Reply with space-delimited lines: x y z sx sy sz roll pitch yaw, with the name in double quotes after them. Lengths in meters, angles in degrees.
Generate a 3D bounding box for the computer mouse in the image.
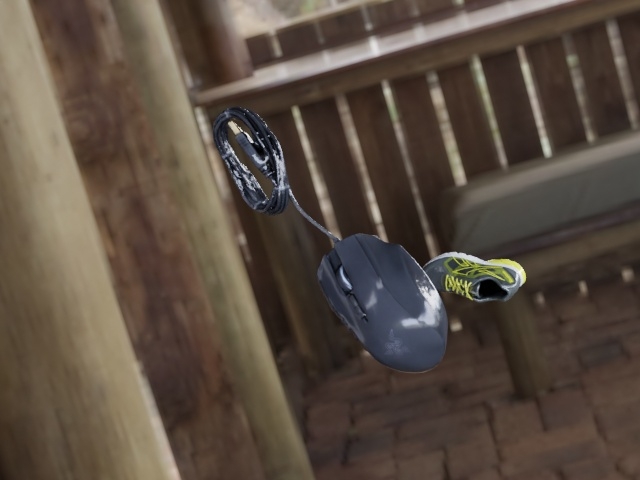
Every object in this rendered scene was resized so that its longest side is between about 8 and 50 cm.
0.000 0.000 1.030 0.041 0.242 0.071 -28 -20 -50 "computer mouse"

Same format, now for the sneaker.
0.115 0.030 1.117 0.083 0.031 0.035 -1 27 22 "sneaker"
